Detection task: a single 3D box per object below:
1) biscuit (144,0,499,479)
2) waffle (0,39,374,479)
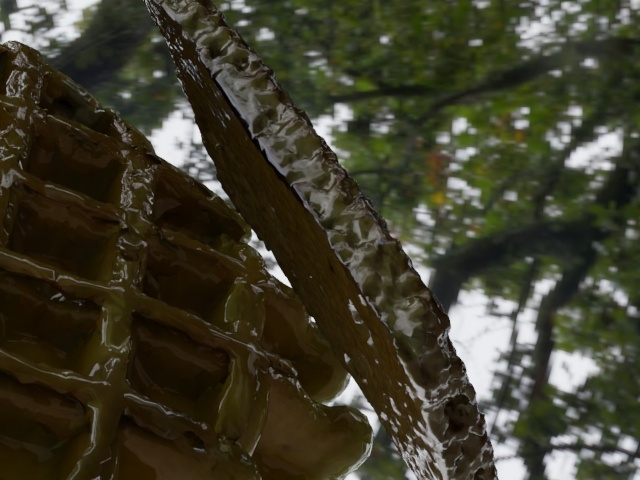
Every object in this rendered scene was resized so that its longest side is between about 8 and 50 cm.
[{"bbox_3d":[0.000,0.000,0.588,0.025,0.231,0.131,-28,-42,-7],"label":"biscuit"},{"bbox_3d":[-0.177,0.017,0.719,0.379,0.382,0.095,-20,-33,-52],"label":"waffle"}]
